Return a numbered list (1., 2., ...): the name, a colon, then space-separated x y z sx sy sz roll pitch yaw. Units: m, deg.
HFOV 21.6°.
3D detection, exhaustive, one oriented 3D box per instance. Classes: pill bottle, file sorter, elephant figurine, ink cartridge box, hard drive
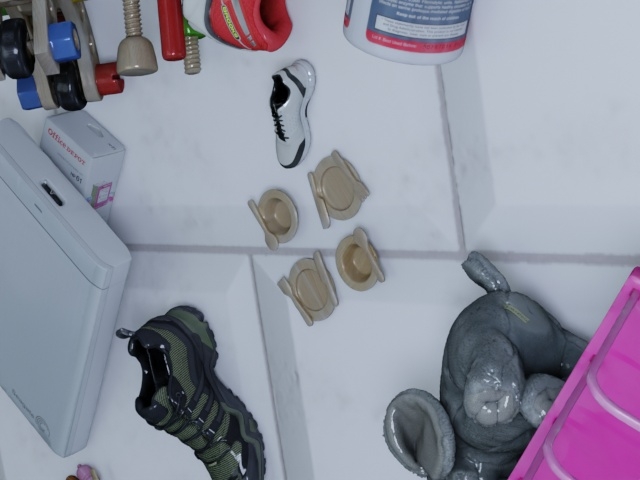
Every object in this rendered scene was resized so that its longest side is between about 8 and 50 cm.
1. pill bottle: 0.085 -0.248 1.411 0.108 0.108 0.180 30 122 35
2. file sorter: 0.231 0.214 1.228 0.202 0.182 0.290 31 122 10
3. elephant figurine: 0.138 0.175 1.454 0.169 0.186 0.239 27 127 -3
4. ink cartridge box: -0.272 -0.071 1.859 0.088 0.052 0.122 40 127 29
5. hard drive: -0.323 0.062 1.906 0.233 0.047 0.353 46 142 23

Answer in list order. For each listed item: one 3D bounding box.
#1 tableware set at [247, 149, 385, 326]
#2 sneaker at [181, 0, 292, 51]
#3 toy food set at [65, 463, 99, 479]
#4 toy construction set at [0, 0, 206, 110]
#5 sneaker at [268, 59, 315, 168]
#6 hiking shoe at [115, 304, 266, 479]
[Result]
1. tableware set: 0.000 0.000 1.636 0.169 0.020 0.141 -30 81 46
2. sneaker: -0.042 -0.304 1.546 0.118 0.107 0.279 23 123 17
3. toy food set: -0.282 0.308 2.017 0.122 0.019 0.078 -27 83 53
4. toy construction set: -0.260 -0.268 1.685 0.309 0.257 0.237 -8 84 31
5. sneaker: -0.034 -0.120 1.616 0.040 0.044 0.109 22 119 36
6. hiking shoe: -0.143 0.186 1.769 0.086 0.114 0.227 -34 78 45
